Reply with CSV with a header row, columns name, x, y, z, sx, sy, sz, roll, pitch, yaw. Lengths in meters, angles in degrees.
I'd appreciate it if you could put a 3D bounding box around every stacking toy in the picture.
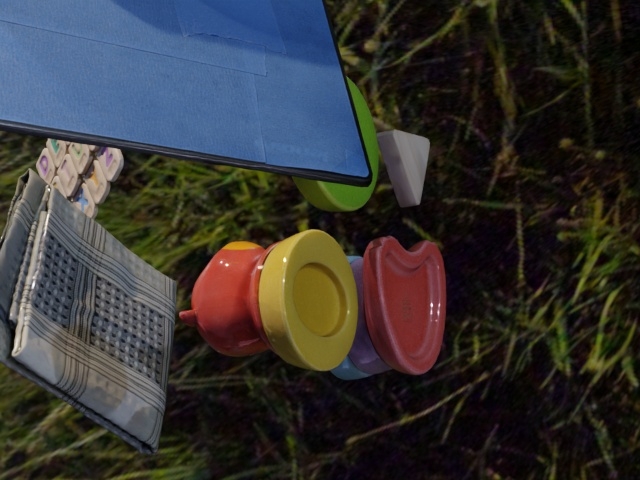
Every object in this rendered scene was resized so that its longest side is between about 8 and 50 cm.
name,x,y,z,sx,sy,sz,roll,pitch,yaw
stacking toy,0.000,0.000,0.936,0.130,0.309,0.279,-8,74,31

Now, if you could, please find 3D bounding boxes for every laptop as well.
name,x,y,z,sx,sy,sz,roll,pitch,yaw
laptop,-0.126,-0.278,0.457,0.236,0.382,0.408,41,119,55

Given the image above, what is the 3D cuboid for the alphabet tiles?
name,x,y,z,sx,sy,sz,roll,pitch,yaw
alphabet tiles,-0.418,-0.175,1.636,0.284,0.021,0.278,-52,53,36

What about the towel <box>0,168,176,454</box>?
name,x,y,z,sx,sy,sz,roll,pitch,yaw
towel,-0.315,0.091,1.309,0.056,0.312,0.324,-26,130,25
